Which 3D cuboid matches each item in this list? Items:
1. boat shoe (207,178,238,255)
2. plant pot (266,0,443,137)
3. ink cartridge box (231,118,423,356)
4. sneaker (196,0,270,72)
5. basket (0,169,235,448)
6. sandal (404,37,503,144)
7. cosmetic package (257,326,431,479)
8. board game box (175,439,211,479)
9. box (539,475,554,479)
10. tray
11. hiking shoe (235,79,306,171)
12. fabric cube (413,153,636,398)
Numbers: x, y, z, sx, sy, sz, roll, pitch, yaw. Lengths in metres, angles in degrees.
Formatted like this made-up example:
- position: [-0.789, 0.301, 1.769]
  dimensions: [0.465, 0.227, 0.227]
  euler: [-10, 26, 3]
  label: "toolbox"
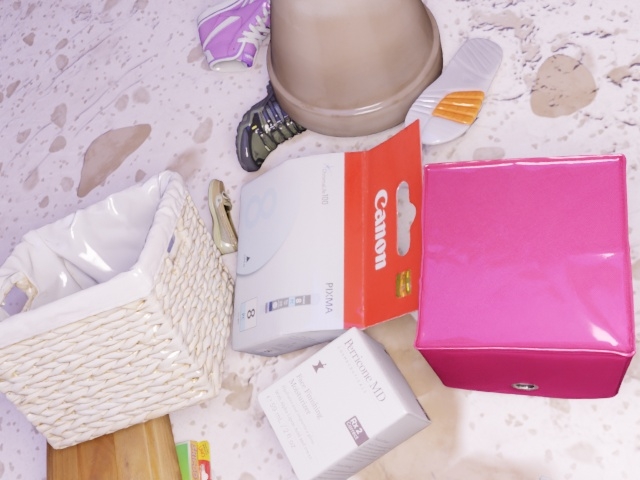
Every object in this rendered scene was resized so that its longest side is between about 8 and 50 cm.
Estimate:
- position: [-0.179, -0.047, 1.382]
  dimensions: [0.048, 0.056, 0.153]
  euler: [-13, 65, 10]
  label: "boat shoe"
- position: [0.039, -0.387, 1.248]
  dimensions: [0.323, 0.280, 0.323]
  euler: [-6, 60, 10]
  label: "plant pot"
- position: [0.000, 0.000, 1.162]
  dimensions: [0.385, 0.091, 0.308]
  euler: [-25, 55, 47]
  label: "ink cartridge box"
- position: [-0.120, -0.438, 1.495]
  dimensions: [0.282, 0.102, 0.161]
  euler: [-26, 63, 26]
  label: "sneaker"
- position: [-0.333, 0.108, 1.197]
  dimensions: [0.331, 0.266, 0.328]
  euler: [-22, 29, 13]
  label: "basket"
- position: [0.238, -0.240, 1.258]
  dimensions: [0.102, 0.076, 0.265]
  euler: [29, 62, 17]
  label: "sandal"
- position: [0.038, 0.251, 1.092]
  dimensions: [0.183, 0.151, 0.151]
  euler: [-37, 63, 8]
  label: "cosmetic package"
- position: [-0.303, 0.426, 1.256]
  dimensions: [0.259, 0.039, 0.124]
  euler: [-16, 64, 16]
  label: "board game box"
- position: [0.347, 0.338, 0.890]
  dimensions: [0.145, 0.186, 0.038]
  euler: [12, 73, 29]
  label: "box"
- position: [-0.326, 0.380, 1.147]
  dimensions: [0.202, 0.076, 0.411]
  euler: [-33, 33, -1]
  label: "tray"
- position: [-0.075, -0.226, 1.385]
  dimensions: [0.114, 0.086, 0.227]
  euler: [20, 78, 34]
  label: "hiking shoe"
- position: [0.276, 0.059, 0.985]
  dimensions: [0.254, 0.258, 0.259]
  euler: [0, 69, 18]
  label: "fabric cube"
